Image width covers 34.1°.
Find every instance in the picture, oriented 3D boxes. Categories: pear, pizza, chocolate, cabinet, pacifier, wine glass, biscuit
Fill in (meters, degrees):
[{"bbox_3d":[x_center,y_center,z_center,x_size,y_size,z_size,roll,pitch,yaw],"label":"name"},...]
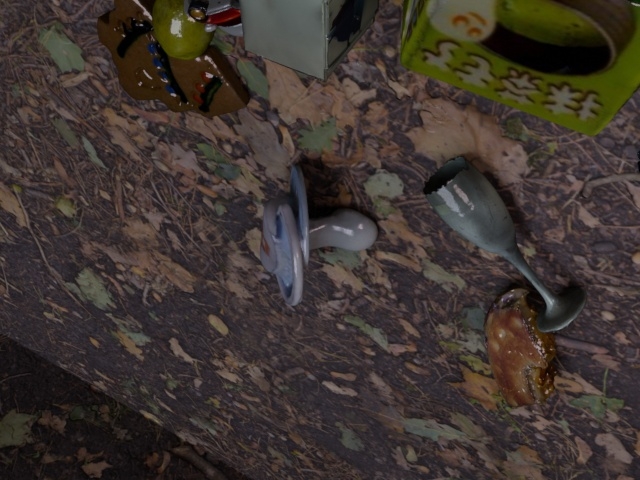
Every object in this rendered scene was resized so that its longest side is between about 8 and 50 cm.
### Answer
[{"bbox_3d":[-0.210,-0.345,1.625,0.107,0.107,0.131,27,131,14],"label":"pear"},{"bbox_3d":[0.355,0.189,1.819,0.161,0.085,0.305,41,154,35],"label":"pizza"},{"bbox_3d":[0.254,-0.268,1.184,0.300,0.137,0.289,21,156,-1],"label":"chocolate"},{"bbox_3d":[-0.013,-0.349,1.397,0.150,0.145,0.206,23,147,19],"label":"cabinet"},{"bbox_3d":[0.000,0.000,1.856,0.207,0.227,0.279,-5,147,-10],"label":"pacifier"},{"bbox_3d":[0.251,0.062,1.578,0.309,0.264,0.096,47,140,-17],"label":"wine glass"},{"bbox_3d":[-0.255,-0.302,1.783,0.301,0.043,0.278,27,148,14],"label":"biscuit"}]

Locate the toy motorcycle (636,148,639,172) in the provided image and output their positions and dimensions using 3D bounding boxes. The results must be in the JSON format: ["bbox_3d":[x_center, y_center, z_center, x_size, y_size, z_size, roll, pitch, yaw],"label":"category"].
[{"bbox_3d":[0.477,-0.074,1.345,0.173,0.100,0.058,39,147,-11],"label":"toy motorcycle"}]

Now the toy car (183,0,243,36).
[{"bbox_3d":[-0.118,-0.353,1.544,0.139,0.112,0.112,-2,148,32],"label":"toy car"}]
